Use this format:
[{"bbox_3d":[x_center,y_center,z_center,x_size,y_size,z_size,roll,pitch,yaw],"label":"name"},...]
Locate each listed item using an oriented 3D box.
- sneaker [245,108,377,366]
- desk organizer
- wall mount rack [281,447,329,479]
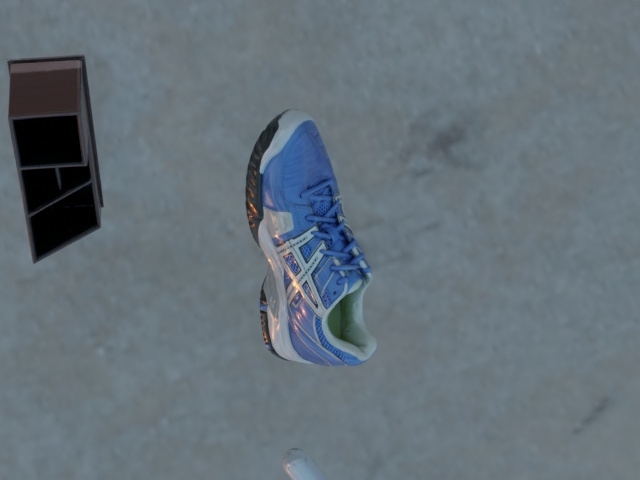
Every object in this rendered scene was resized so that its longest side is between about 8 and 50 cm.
[{"bbox_3d":[0.000,0.000,1.414,0.080,0.081,0.211,-38,131,-40],"label":"sneaker"},{"bbox_3d":[-0.161,-0.047,1.170,0.047,0.050,0.130,-4,137,-3],"label":"desk organizer"},{"bbox_3d":[0.034,0.242,1.285,0.304,0.130,0.350,16,155,-36],"label":"wall mount rack"}]
